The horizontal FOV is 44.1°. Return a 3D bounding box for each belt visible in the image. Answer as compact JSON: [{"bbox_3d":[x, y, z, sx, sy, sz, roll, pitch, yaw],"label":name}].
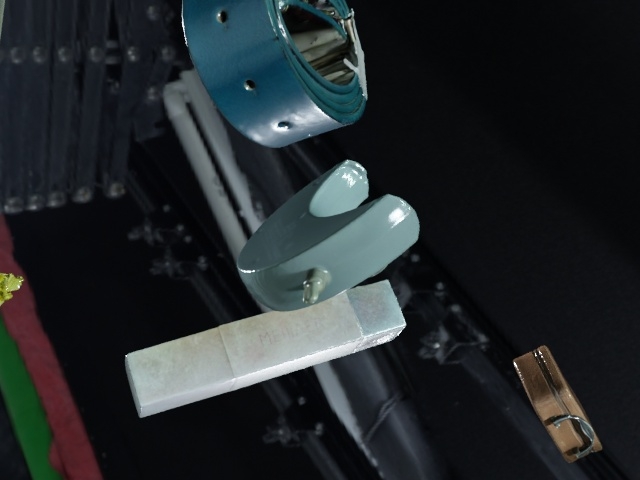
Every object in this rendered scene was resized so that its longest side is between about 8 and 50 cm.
[{"bbox_3d":[-0.056,-0.312,1.288,0.173,0.436,0.300,-13,-87,25],"label":"belt"}]

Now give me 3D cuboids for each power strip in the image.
[{"bbox_3d":[0.000,0.000,0.743,0.054,0.167,0.253,53,4,-17],"label":"power strip"}]

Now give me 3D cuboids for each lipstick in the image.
[{"bbox_3d":[-0.070,0.142,1.063,0.080,0.371,0.076,119,-46,-63],"label":"lipstick"}]

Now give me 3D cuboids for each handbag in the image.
[{"bbox_3d":[0.417,0.291,1.385,0.072,0.151,0.193,-27,-62,12],"label":"handbag"}]

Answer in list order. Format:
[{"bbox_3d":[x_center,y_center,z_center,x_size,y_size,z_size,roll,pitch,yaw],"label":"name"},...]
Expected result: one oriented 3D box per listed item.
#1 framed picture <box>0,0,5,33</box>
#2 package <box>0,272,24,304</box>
[{"bbox_3d":[-0.277,-0.162,0.490,0.016,0.289,0.213,8,-87,6],"label":"framed picture"},{"bbox_3d":[-0.383,0.061,0.701,0.090,0.226,0.168,70,-19,5],"label":"package"}]
